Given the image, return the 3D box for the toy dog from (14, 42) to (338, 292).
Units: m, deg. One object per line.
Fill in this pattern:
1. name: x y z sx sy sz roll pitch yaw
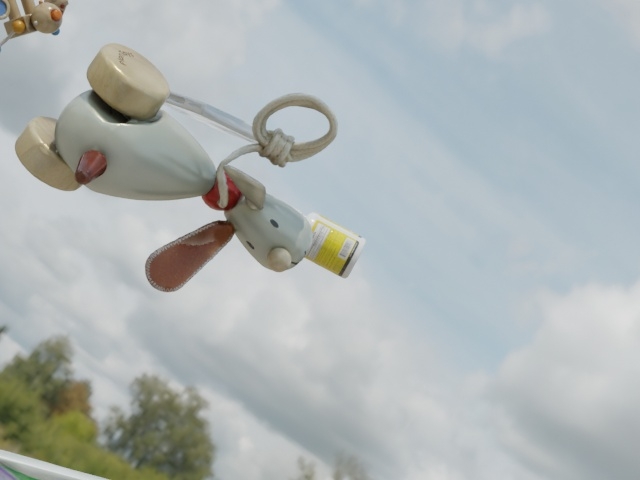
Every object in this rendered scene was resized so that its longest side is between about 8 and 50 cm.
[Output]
1. toy dog: -0.145 -0.054 1.253 0.333 0.220 0.161 14 34 -15

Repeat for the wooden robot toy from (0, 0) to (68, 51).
1. wooden robot toy: -0.337 -0.264 1.422 0.079 0.173 0.076 1 -68 39

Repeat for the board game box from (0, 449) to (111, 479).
1. board game box: -0.319 0.281 0.699 0.390 0.390 0.050 19 10 -16

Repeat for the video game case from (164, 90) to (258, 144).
1. video game case: -0.138 -0.155 1.548 0.143 0.019 0.157 23 1 42

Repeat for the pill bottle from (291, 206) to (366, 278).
1. pill bottle: 0.000 0.000 1.726 0.116 0.065 0.065 29 -16 0
